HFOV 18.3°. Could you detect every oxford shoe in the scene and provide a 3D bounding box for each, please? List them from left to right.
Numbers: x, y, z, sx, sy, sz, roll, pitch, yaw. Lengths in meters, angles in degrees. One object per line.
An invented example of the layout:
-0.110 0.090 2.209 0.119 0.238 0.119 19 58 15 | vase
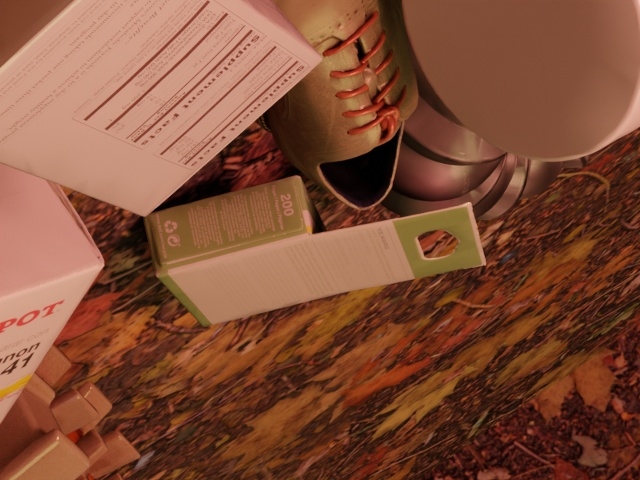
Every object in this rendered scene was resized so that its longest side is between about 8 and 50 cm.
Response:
0.018 -0.129 1.220 0.123 0.130 0.348 -33 162 -9 | oxford shoe

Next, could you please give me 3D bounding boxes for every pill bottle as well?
0.225 -0.196 1.241 0.363 0.210 0.210 -32 164 -41 | pill bottle

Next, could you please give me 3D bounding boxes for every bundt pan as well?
0.156 -0.129 1.501 0.331 0.124 0.331 -32 162 -12 | bundt pan

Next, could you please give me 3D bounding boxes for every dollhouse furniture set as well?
-0.204 0.201 1.452 0.135 0.262 0.259 -35 143 0 | dollhouse furniture set

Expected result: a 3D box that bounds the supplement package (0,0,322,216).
-0.121 -0.118 0.970 0.134 0.139 0.244 -41 162 9 | supplement package

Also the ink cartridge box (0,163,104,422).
-0.295 0.081 1.168 0.226 0.131 0.306 -20 157 -43 | ink cartridge box

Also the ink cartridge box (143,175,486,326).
0.000 0.000 1.503 0.235 0.056 0.171 -14 162 5 | ink cartridge box
